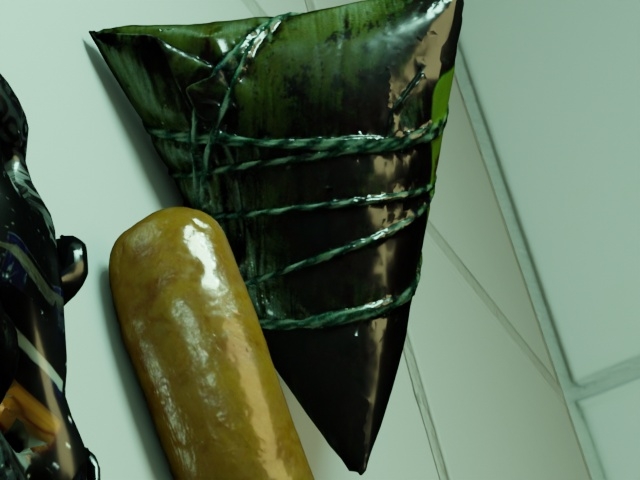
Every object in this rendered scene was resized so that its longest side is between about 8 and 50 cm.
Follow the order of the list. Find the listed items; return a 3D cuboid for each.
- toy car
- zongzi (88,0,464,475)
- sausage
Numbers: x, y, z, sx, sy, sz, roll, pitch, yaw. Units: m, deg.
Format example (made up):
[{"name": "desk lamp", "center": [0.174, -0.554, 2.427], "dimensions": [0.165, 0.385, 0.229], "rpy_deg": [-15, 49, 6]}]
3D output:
[{"name": "toy car", "center": [-0.195, 0.024, 0.902], "dimensions": [0.193, 0.118, 0.301], "rpy_deg": [63, 10, -50]}, {"name": "zongzi", "center": [0.000, 0.000, 1.472], "dimensions": [0.362, 0.319, 0.383], "rpy_deg": [-100, 179, -56]}, {"name": "sausage", "center": [-0.080, 0.104, 1.240], "dimensions": [0.270, 0.109, 0.109], "rpy_deg": [69, 14, 12]}]
